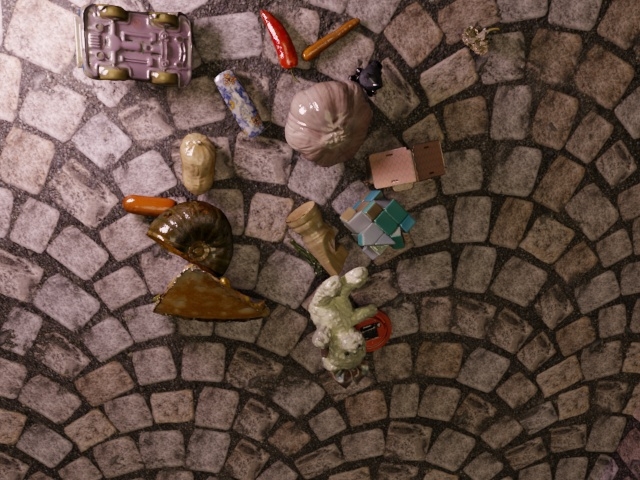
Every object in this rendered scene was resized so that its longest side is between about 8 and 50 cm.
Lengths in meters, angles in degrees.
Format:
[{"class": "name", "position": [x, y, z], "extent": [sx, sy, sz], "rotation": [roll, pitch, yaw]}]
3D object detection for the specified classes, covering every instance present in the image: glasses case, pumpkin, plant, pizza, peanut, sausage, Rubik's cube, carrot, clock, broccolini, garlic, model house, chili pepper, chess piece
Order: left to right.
[{"class": "sausage", "position": [-0.630, -0.126, 1.838], "extent": [0.198, 0.076, 0.076], "rotation": [6, 106, -9]}, {"class": "pumpkin", "position": [-0.453, -0.027, 1.832], "extent": [0.325, 0.242, 0.232], "rotation": [43, 66, -40]}, {"class": "peanut", "position": [-0.440, -0.273, 1.792], "extent": [0.129, 0.129, 0.224], "rotation": [-2, 109, -7]}, {"class": "pizza", "position": [-0.461, 0.231, 1.900], "extent": [0.392, 0.080, 0.435], "rotation": [-18, 139, 25]}, {"class": "glasses case", "position": [-0.285, -0.486, 1.778], "extent": [0.087, 0.065, 0.247], "rotation": [-31, 107, 0]}, {"class": "chili pepper", "position": [-0.132, -0.684, 1.744], "extent": [0.071, 0.063, 0.272], "rotation": [-28, 106, -12]}, {"class": "broccolini", "position": [-0.049, 0.069, 1.984], "extent": [0.201, 0.058, 0.074], "rotation": [39, 91, -17]}, {"class": "chess piece", "position": [0.000, 0.000, 1.935], "extent": [0.137, 0.137, 0.300], "rotation": [-34, 110, 3]}, {"class": "garlic", "position": [0.030, -0.410, 1.734], "extent": [0.318, 0.259, 0.317], "rotation": [-7, 133, -8]}, {"class": "carrot", "position": [0.037, -0.716, 1.766], "extent": [0.248, 0.043, 0.043], "rotation": [-35, 108, 1]}, {"class": "clock", "position": [0.204, 0.382, 2.118], "extent": [0.206, 0.051, 0.205], "rotation": [-2, 107, -6]}, {"class": "Rubik's cube", "position": [0.212, -0.051, 1.904], "extent": [0.265, 0.224, 0.213], "rotation": [43, 82, -15]}, {"class": "model house", "position": [0.330, -0.269, 1.829], "extent": [0.327, 0.244, 0.168], "rotation": [-11, 96, -5]}, {"class": "plant", "position": [0.581, -0.738, 1.790], "extent": [0.122, 0.104, 0.116], "rotation": [-38, 110, 26]}]

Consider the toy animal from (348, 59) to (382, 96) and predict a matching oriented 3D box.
[{"class": "toy animal", "position": [0.191, -0.572, 1.739], "extent": [0.121, 0.210, 0.117], "rotation": [40, 96, -17]}]

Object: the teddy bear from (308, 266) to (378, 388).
[{"class": "teddy bear", "position": [0.116, 0.352, 1.939], "extent": [0.328, 0.375, 0.362], "rotation": [-17, 68, -35]}]

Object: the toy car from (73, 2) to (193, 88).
[{"class": "toy car", "position": [-0.613, -0.634, 1.635], "extent": [0.336, 0.226, 0.241], "rotation": [-7, 109, -33]}]
